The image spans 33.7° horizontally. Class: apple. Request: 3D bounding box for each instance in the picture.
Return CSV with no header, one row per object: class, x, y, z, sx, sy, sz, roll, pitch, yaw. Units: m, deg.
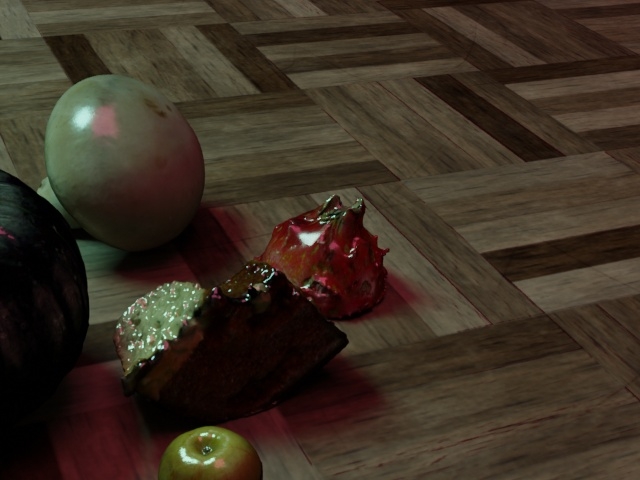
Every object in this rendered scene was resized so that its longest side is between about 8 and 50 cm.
apple,-0.087,0.184,0.831,0.084,0.071,0.084,2,28,-1

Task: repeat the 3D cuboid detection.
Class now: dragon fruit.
dragon fruit,0.000,0.000,1.133,0.153,0.111,0.153,4,26,-2

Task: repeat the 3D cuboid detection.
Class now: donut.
donut,-0.091,0.091,0.966,0.186,0.144,0.126,-38,35,-9

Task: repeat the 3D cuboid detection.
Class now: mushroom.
mushroom,-0.237,-0.076,1.189,0.204,0.204,0.204,3,29,-2

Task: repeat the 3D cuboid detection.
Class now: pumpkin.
pumpkin,-0.339,0.028,0.872,0.295,0.296,0.296,3,29,-2
